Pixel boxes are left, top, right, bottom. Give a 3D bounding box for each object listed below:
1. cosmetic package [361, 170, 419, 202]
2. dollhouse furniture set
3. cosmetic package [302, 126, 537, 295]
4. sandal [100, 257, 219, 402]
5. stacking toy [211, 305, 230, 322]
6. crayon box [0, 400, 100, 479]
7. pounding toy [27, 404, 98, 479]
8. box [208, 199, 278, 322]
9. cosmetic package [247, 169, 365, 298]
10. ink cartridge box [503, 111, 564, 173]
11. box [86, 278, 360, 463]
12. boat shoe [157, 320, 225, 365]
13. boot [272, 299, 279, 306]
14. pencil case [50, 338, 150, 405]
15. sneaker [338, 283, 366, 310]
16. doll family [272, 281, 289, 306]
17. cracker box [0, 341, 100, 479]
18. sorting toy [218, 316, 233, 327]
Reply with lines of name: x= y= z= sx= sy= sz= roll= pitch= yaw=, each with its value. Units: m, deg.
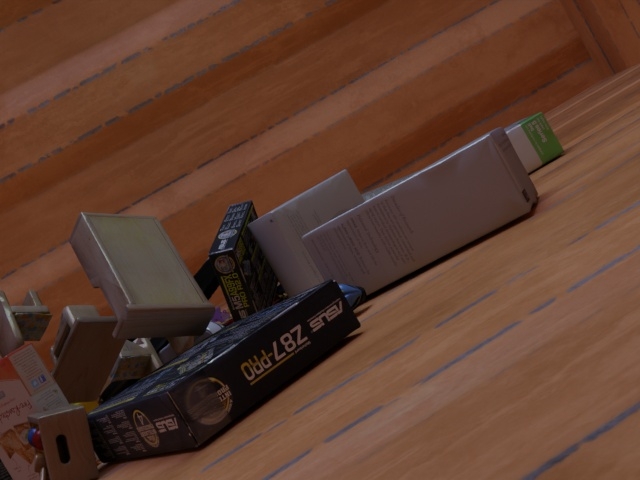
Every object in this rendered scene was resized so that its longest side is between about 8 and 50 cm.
cosmetic package: x=0.127 y=-0.052 z=2.257 sx=0.310 sy=0.113 sz=0.160 roll=-21 pitch=13 yaw=4
dollhouse furniture set: x=-0.387 y=0.183 z=1.696 sx=0.362 sy=0.256 sz=0.394 roll=3 pitch=-52 yaw=-41
cosmetic package: x=0.184 y=-0.044 z=1.668 sx=0.385 sy=0.156 sz=0.217 roll=-30 pitch=1 yaw=17
sandal: x=-0.366 y=0.179 z=2.137 sx=0.445 sy=0.107 sz=0.167 roll=-52 pitch=-6 yaw=-8
stacking toy: x=-0.223 y=0.193 z=2.438 sx=0.221 sy=0.052 sz=0.167 roll=-9 pitch=3 yaw=-6
crayon box: x=-0.573 y=0.420 z=1.926 sx=0.202 sy=0.081 sz=0.318 roll=-29 pitch=3 yaw=11
pounding toy: x=-0.404 y=0.333 z=1.418 sx=0.100 sy=0.141 sz=0.130 roll=-11 pitch=-3 yaw=-27
box: x=-0.167 y=0.060 z=2.084 sx=0.060 sy=0.216 sz=0.270 roll=-14 pitch=24 yaw=11
cosmetic package: x=0.000 y=0.000 z=2.064 sx=0.225 sy=0.224 sz=0.138 roll=-31 pitch=3 yaw=-32
ink cartridge box: x=0.414 y=-0.185 z=2.220 sx=0.273 sy=0.114 sz=0.198 roll=-30 pitch=3 yaw=-2
box: x=-0.165 y=0.206 z=1.420 sx=0.318 sy=0.097 sz=0.395 roll=-30 pitch=2 yaw=-36
boat shoe: x=-0.262 y=0.225 z=1.999 sx=0.094 sy=0.109 sz=0.302 roll=-30 pitch=-1 yaw=-36
boot: x=-0.147 y=0.169 z=2.288 sx=0.059 sy=0.084 sz=0.158 roll=-18 pitch=-19 yaw=30
pencil case: x=-0.612 y=0.363 z=2.493 sx=0.410 sy=0.159 sz=0.183 roll=-31 pitch=20 yaw=-16
sneaker: x=0.007 y=0.124 z=1.596 sx=0.078 sy=0.067 sz=0.188 roll=-3 pitch=-20 yaw=-44
doll family: x=-0.086 y=0.128 z=2.245 sx=0.111 sy=0.076 sz=0.193 roll=-23 pitch=9 yaw=28
cracker box: x=-0.488 y=0.305 z=1.552 sx=0.156 sy=0.232 sz=0.067 roll=-29 pitch=4 yaw=33
sorting toy: x=-0.299 y=0.265 z=2.231 sx=0.275 sy=0.046 sz=0.132 roll=-32 pitch=4 yaw=-30
